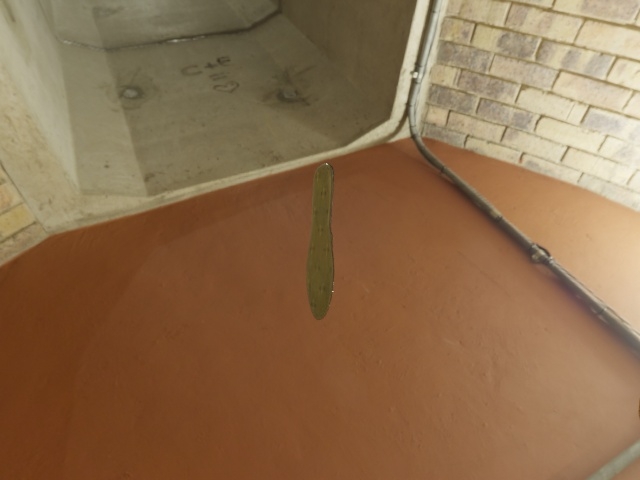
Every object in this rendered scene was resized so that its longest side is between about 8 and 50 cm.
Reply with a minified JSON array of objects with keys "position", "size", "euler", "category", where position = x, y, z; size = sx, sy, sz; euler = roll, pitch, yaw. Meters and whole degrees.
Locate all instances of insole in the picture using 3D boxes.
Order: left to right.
[{"position":[0.000,0.000,0.854],"size":[0.007,0.109,0.323],"euler":[5,-95,-33],"category":"insole"}]

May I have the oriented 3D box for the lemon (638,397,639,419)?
[{"position":[0.689,0.306,0.679],"size":[0.283,0.261,0.261],"euler":[1,-134,-22],"category":"lemon"}]
